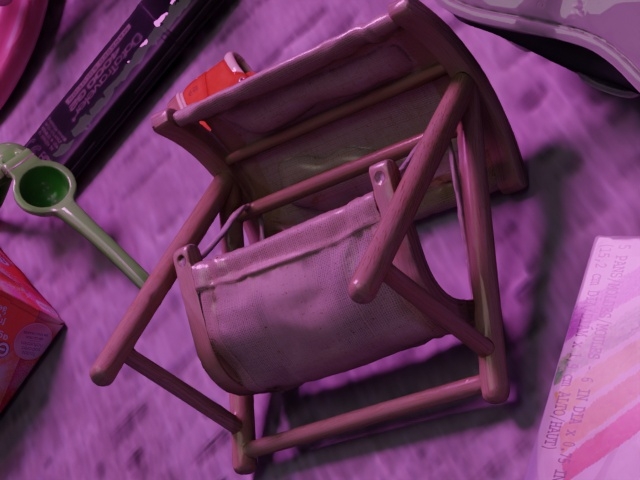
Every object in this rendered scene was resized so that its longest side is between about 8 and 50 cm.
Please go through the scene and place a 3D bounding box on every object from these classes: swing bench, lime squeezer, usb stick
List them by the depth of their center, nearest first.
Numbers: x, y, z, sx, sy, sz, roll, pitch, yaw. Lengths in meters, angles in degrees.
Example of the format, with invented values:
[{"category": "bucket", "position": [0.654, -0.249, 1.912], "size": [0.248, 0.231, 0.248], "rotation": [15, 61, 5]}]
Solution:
[{"category": "swing bench", "position": [0.000, 0.000, 1.205], "size": [0.253, 0.165, 0.255], "rotation": [-20, 46, 37]}, {"category": "lime squeezer", "position": [-0.259, -0.030, 1.527], "size": [0.310, 0.059, 0.110], "rotation": [18, 122, 49]}, {"category": "usb stick", "position": [-0.186, -0.157, 1.591], "size": [0.278, 0.045, 0.077], "rotation": [-49, 47, 9]}]

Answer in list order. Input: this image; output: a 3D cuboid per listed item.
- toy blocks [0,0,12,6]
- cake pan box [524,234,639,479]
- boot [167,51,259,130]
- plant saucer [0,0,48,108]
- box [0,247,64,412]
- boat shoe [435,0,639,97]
[{"category": "toy blocks", "position": [-0.238, -0.401, 1.637], "size": [0.288, 0.260, 0.309], "rotation": [-9, 82, 44]}, {"category": "cake pan box", "position": [0.237, 0.118, 0.951], "size": [0.245, 0.070, 0.267], "rotation": [3, 66, 45]}, {"category": "boot", "position": [-0.074, -0.103, 1.431], "size": [0.084, 0.059, 0.158], "rotation": [-42, 40, 10]}, {"category": "plant saucer", "position": [-0.430, -0.235, 1.841], "size": [0.332, 0.084, 0.332], "rotation": [-23, 54, 36]}, {"category": "box", "position": [-0.387, 0.047, 1.579], "size": [0.154, 0.142, 0.300], "rotation": [-55, 39, 3]}, {"category": "boat shoe", "position": [0.214, -0.151, 1.123], "size": [0.302, 0.091, 0.114], "rotation": [30, 100, 29]}]
